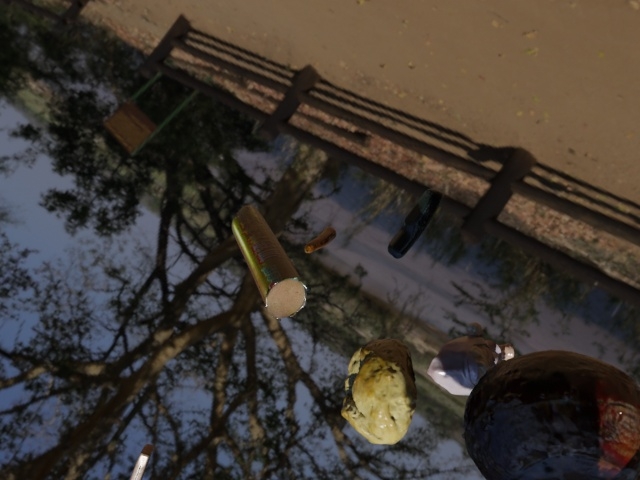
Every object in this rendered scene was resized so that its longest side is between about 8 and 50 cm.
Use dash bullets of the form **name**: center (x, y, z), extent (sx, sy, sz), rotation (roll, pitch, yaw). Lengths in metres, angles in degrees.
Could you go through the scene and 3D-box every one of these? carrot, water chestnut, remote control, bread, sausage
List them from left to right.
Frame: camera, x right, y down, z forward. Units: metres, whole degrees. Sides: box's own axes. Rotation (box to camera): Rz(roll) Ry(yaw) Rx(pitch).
- **sausage**: center (-0.106, 0.016, 1.144), extent (0.082, 0.082, 0.371), rotation (38, -172, -30)
- **carrot**: center (0.000, 0.000, 1.538), extent (0.037, 0.037, 0.190), rotation (34, -159, 7)
- **bread**: center (0.126, 0.327, 1.385), extent (0.134, 0.245, 0.244), rotation (14, 176, -5)
- **remote control**: center (0.261, -0.048, 1.728), extent (0.042, 0.222, 0.072), rotation (31, -173, -28)
- **water chestnut**: center (0.440, 0.346, 1.196), extent (0.350, 0.350, 0.302), rotation (37, -145, -16)

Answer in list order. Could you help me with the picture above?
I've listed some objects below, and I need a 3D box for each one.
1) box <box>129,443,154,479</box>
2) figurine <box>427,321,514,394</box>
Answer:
- **box**: center (-0.410, 0.520, 1.419), extent (0.025, 0.115, 0.048), rotation (21, -167, -6)
- **figurine**: center (0.371, 0.299, 1.518), extent (0.133, 0.200, 0.276), rotation (-10, 171, 37)
